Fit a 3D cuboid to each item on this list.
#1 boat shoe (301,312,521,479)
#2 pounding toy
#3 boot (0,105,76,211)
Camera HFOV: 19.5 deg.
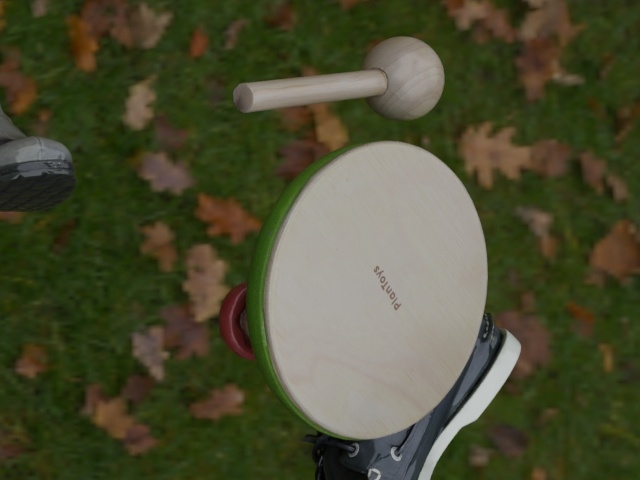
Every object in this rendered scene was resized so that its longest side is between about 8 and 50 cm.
[{"bbox_3d":[0.044,0.164,1.585,0.113,0.127,0.340,48,60,-11],"label":"boat shoe"},{"bbox_3d":[0.000,0.000,1.156,0.183,0.110,0.237,-18,107,-38],"label":"pounding toy"},{"bbox_3d":[-0.248,-0.098,1.316,0.083,0.246,0.161,0,86,-30],"label":"boot"}]
